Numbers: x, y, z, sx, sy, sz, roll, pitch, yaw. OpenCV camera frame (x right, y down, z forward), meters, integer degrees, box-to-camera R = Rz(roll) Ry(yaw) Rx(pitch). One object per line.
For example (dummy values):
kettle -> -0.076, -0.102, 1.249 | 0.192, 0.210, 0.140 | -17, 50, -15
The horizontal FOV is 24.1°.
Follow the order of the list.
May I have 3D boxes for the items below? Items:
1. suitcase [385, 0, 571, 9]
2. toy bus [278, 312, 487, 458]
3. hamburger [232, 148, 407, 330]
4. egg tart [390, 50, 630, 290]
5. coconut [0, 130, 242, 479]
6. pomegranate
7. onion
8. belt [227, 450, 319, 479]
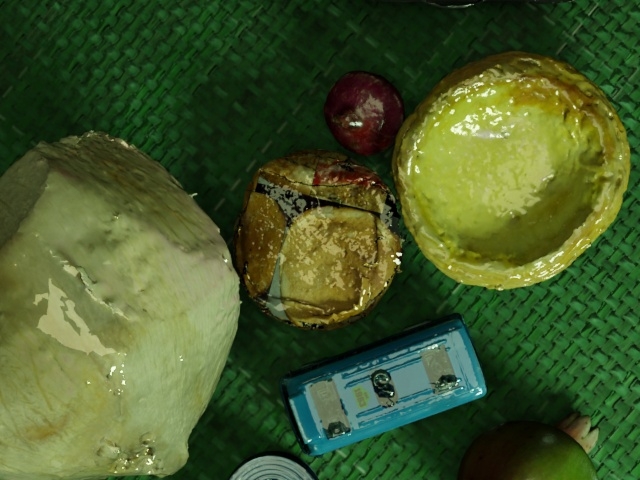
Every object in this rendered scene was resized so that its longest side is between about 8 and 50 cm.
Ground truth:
suitcase -> 0.151, -0.416, 1.786 | 0.433, 0.194, 0.283 | 1, 89, 4
toy bus -> 0.075, 0.176, 1.812 | 0.246, 0.134, 0.114 | -20, 88, 3
hamburger -> 0.000, 0.000, 1.828 | 0.230, 0.107, 0.231 | 0, 90, 11
egg tart -> 0.227, -0.087, 1.814 | 0.294, 0.123, 0.294 | 0, 92, 2
coconut -> -0.271, 0.111, 1.716 | 0.404, 0.404, 0.405 | 0, 89, 4
pomegranate -> 0.265, 0.285, 1.791 | 0.209, 0.180, 0.180 | -39, 86, -26
onion -> 0.052, -0.156, 1.838 | 0.107, 0.097, 0.107 | 19, 123, 33
belt -> -0.055, 0.357, 1.845 | 0.141, 0.082, 0.190 | -10, 87, 1
